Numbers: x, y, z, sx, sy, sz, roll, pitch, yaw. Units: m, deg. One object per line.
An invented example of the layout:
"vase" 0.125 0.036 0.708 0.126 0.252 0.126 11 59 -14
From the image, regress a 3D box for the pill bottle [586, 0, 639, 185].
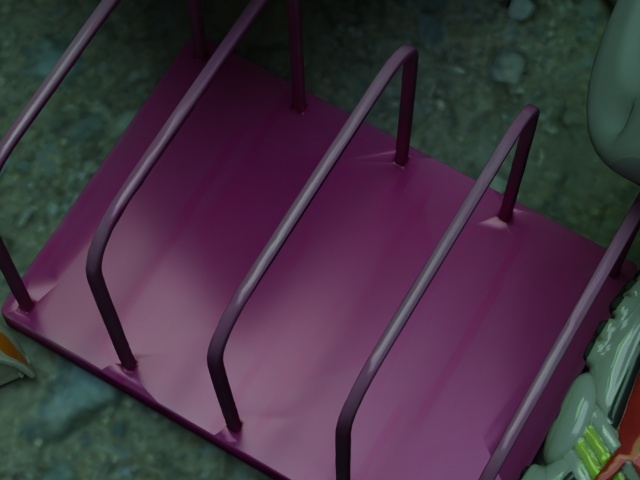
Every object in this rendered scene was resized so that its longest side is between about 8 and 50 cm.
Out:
"pill bottle" 0.278 -0.048 0.746 0.283 0.160 0.160 24 68 -15

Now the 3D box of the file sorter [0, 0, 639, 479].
"file sorter" 0.000 0.000 0.843 0.290 0.182 0.202 29 71 11

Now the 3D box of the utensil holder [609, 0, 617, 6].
"utensil holder" 0.318 -0.311 0.900 0.385 0.327 0.328 -21 69 -5

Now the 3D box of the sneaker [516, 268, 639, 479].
"sneaker" 0.154 0.140 0.797 0.118 0.107 0.279 24 85 23

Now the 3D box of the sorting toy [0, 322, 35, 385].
"sorting toy" -0.209 0.055 0.903 0.083 0.045 0.075 -25 51 -10
